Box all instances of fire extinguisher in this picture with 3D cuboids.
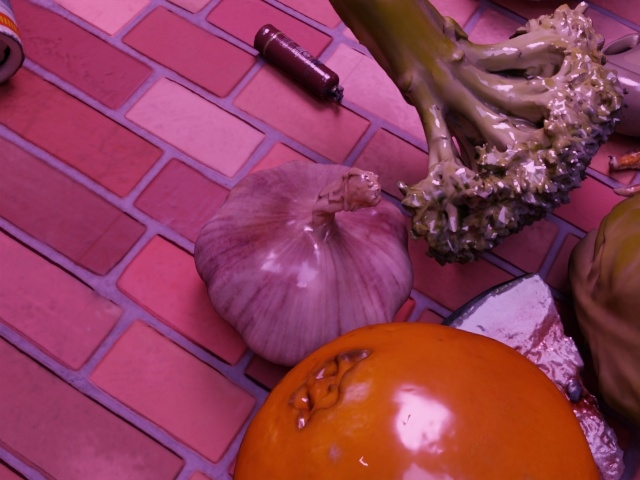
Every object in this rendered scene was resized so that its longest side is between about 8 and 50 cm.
[{"bbox_3d":[-0.023,-0.241,0.931,0.158,0.043,0.064,41,25,13],"label":"fire extinguisher"}]

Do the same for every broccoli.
[{"bbox_3d":[0.182,-0.207,0.798,0.396,0.275,0.353,57,28,10],"label":"broccoli"}]

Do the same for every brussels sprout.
[{"bbox_3d":[0.414,0.083,0.699,0.328,0.247,0.328,27,28,-16],"label":"brussels sprout"}]

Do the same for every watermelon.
[{"bbox_3d":[0.234,0.165,0.744,0.154,0.094,0.241,-32,74,-12],"label":"watermelon"}]

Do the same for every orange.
[{"bbox_3d":[0.080,0.220,0.576,0.313,0.312,0.311,2,64,-5],"label":"orange"}]

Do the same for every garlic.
[{"bbox_3d":[0.000,0.000,0.705,0.245,0.253,0.244,7,62,-13],"label":"garlic"}]

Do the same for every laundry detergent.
[{"bbox_3d":[0.463,-0.228,0.943,0.254,0.091,0.181,-28,54,-17],"label":"laundry detergent"}]

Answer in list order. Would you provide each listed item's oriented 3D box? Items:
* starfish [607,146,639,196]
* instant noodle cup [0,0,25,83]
[{"bbox_3d":[0.539,-0.118,0.841,0.299,0.060,0.303,-29,27,-32],"label":"starfish"},{"bbox_3d":[-0.480,-0.309,0.853,0.193,0.193,0.212,-24,78,-16],"label":"instant noodle cup"}]
